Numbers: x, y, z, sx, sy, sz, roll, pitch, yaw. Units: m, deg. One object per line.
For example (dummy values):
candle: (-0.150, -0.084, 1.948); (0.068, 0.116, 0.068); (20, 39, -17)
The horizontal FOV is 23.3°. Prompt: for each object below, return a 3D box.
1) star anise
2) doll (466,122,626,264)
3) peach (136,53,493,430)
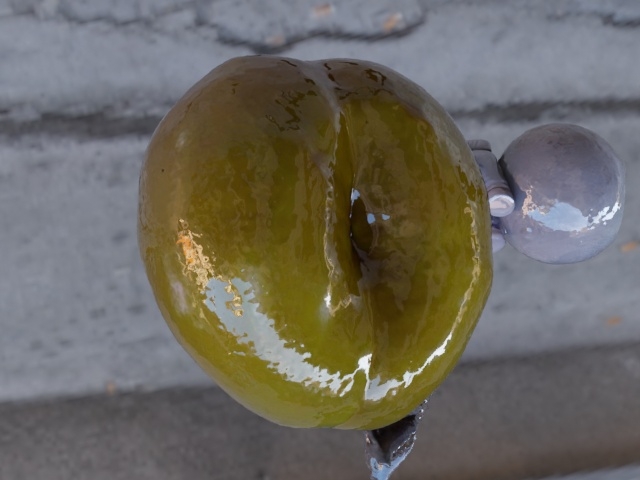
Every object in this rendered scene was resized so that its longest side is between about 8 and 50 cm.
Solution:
star anise: (0.079, 0.158, 1.549); (0.065, 0.195, 0.182); (15, 180, 13)
doll: (0.156, -0.055, 1.554); (0.287, 0.151, 0.151); (5, 147, 0)
peach: (0.000, 0.000, 0.992); (0.251, 0.251, 0.153); (6, 158, -33)
